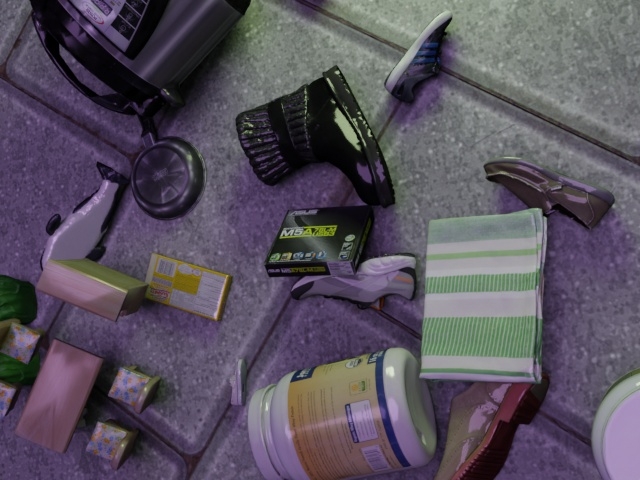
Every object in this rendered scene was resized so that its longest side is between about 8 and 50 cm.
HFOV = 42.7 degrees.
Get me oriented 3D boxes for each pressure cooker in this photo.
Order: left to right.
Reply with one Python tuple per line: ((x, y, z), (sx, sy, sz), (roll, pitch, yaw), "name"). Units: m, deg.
((-0.402, -0.492, 1.769), (0.420, 0.375, 0.370), (-43, 46, 11), "pressure cooker")

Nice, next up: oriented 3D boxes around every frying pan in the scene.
((-0.359, -0.209, 1.887), (0.197, 0.053, 0.326), (-4, 85, 19), "frying pan")

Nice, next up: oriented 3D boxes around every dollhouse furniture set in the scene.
((-0.527, 0.250, 1.721), (0.362, 0.256, 0.394), (22, 89, 0), "dollhouse furniture set")

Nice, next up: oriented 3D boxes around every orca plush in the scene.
((-0.570, -0.051, 1.918), (0.102, 0.151, 0.287), (28, 98, 52), "orca plush")

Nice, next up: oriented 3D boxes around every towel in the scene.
((0.303, 0.105, 1.547), (0.247, 0.038, 0.325), (-6, 70, 34), "towel")

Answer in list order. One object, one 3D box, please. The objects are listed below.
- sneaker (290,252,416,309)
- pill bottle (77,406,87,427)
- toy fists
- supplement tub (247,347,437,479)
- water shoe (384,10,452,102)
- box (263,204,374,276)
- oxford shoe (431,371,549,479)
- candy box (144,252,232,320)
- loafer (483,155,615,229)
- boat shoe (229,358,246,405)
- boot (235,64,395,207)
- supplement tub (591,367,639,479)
((0.065, 0.095, 1.663), (0.271, 0.100, 0.108), (-11, 86, 19), "sneaker")
((-0.575, 0.374, 1.885), (0.067, 0.067, 0.120), (-18, 78, 18), "pill bottle")
((-0.748, 0.219, 1.928), (0.096, 0.142, 0.279), (-8, 81, 20), "toy fists")
((0.043, 0.345, 1.570), (0.316, 0.228, 0.228), (-16, 78, 18), "supplement tub")
((0.218, -0.375, 1.686), (0.080, 0.073, 0.203), (38, 102, -2), "water shoe")
((0.000, 0.000, 1.667), (0.190, 0.045, 0.184), (-2, 40, 21), "box")
((0.289, 0.367, 1.552), (0.130, 0.123, 0.348), (37, 93, 40), "oxford shoe")
((-0.301, 0.103, 1.835), (0.205, 0.027, 0.105), (15, 93, 22), "candy box")
((0.421, -0.089, 1.551), (0.251, 0.094, 0.087), (21, 87, 21), "loafer")
((-0.180, 0.305, 1.764), (0.035, 0.035, 0.100), (0, 90, 18), "boat shoe")
((-0.012, -0.171, 1.700), (0.260, 0.131, 0.348), (-27, 64, 9), "boot")
((0.564, 0.322, 1.326), (0.235, 0.325, 0.235), (-2, 83, 20), "supplement tub")
